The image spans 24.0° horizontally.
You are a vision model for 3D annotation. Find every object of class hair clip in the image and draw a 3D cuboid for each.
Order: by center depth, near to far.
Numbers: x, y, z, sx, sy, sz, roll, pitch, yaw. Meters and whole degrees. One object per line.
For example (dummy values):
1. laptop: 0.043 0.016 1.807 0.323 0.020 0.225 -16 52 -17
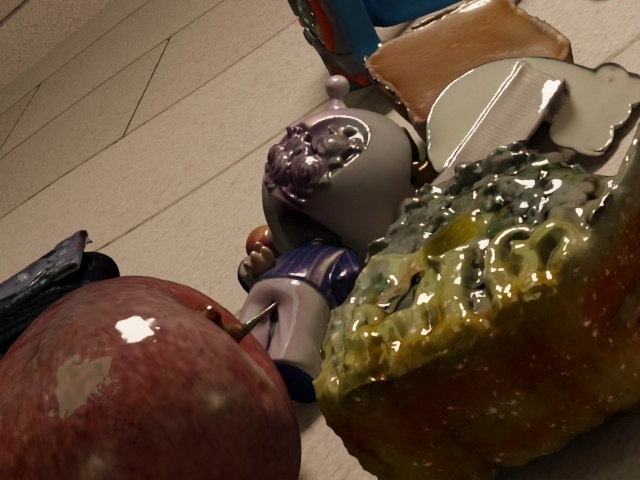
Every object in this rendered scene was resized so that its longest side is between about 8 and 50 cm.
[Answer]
1. hair clip: 0.141 -0.075 1.145 0.140 0.054 0.220 25 60 24

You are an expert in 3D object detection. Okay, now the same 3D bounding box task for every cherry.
1. cherry: -0.142 0.149 1.046 0.307 0.221 0.261 -35 10 -1

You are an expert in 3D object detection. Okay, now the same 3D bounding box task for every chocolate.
1. chocolate: 0.135 -0.135 1.331 0.161 0.083 0.261 -23 24 1

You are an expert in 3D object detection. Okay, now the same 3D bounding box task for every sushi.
1. sushi: 0.116 0.044 0.912 0.274 0.139 0.184 -24 29 34

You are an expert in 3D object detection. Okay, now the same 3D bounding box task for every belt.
1. belt: -0.309 0.092 1.634 0.218 0.122 0.128 -31 20 10

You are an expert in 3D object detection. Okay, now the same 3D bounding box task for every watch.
1. watch: 0.089 -0.321 1.653 0.274 0.241 0.305 -24 18 0

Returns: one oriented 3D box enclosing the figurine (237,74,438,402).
1. figurine: -0.009 0.004 1.249 0.194 0.133 0.274 15 61 50
